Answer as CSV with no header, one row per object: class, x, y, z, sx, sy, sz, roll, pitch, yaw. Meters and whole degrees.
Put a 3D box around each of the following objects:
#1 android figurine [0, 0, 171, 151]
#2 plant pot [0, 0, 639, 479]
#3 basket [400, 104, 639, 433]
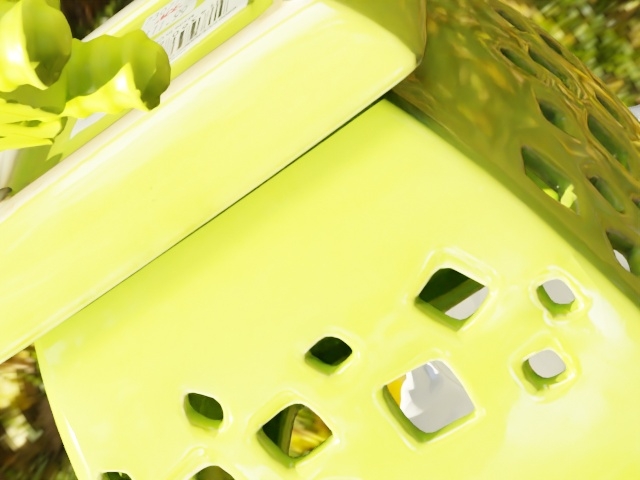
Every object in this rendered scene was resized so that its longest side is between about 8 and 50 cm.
android figurine,-0.175,-0.035,0.477,0.272,0.248,0.056,-4,88,13
plant pot,0.000,0.000,0.747,0.228,0.227,0.207,-34,111,17
basket,0.277,0.088,1.642,0.266,0.328,0.331,40,49,-35
